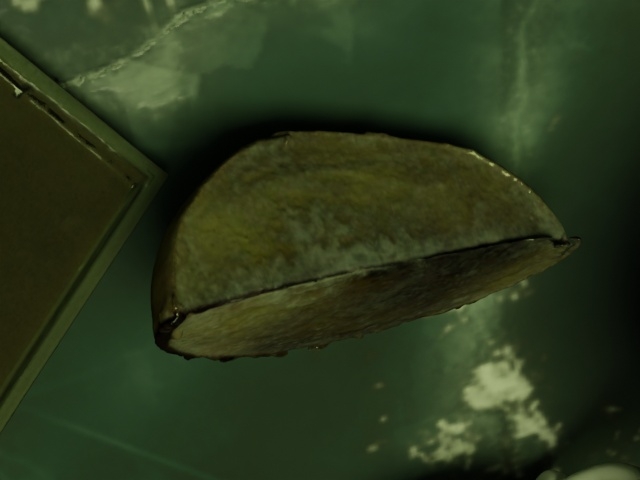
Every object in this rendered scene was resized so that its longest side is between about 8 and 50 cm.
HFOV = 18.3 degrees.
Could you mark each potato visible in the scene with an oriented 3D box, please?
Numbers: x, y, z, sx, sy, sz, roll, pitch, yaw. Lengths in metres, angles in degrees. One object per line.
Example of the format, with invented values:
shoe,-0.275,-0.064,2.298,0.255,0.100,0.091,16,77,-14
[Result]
potato,0.001,-0.002,1.131,0.261,0.100,0.120,-10,162,-27

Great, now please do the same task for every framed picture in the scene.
framed picture,-0.245,-0.028,1.001,0.315,0.024,0.232,41,73,-33

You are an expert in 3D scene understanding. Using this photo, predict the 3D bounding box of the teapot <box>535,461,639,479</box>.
teapot,0.107,0.248,1.268,0.204,0.139,0.298,26,110,-26
